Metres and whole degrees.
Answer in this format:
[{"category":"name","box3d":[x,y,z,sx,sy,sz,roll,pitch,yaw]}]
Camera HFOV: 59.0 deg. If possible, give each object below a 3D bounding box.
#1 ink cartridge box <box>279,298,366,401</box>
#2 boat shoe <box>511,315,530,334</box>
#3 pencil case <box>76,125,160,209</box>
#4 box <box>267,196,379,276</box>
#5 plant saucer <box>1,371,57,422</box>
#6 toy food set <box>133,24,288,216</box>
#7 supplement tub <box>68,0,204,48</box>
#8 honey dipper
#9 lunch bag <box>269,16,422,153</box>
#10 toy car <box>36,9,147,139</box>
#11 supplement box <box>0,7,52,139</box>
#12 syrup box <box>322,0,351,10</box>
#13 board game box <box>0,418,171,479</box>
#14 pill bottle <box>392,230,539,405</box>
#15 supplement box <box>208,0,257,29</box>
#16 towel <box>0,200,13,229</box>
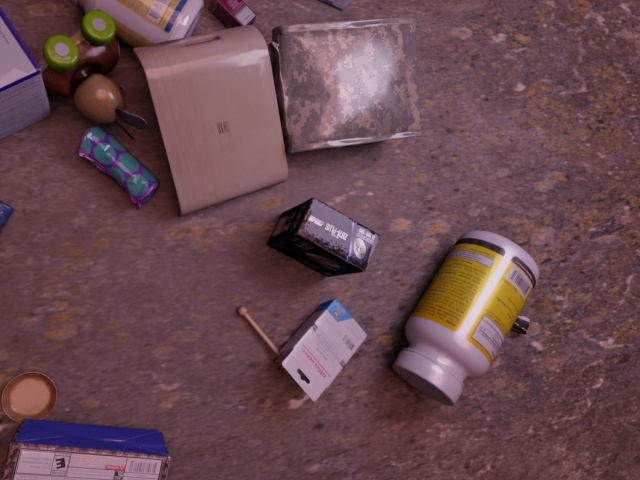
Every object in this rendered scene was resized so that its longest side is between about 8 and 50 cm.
[{"category":"ink cartridge box","box3d":[-0.004,0.212,1.093,0.104,0.060,0.180,51,56,-10]},{"category":"boat shoe","box3d":[0.429,0.185,1.298,0.125,0.046,0.038,21,73,-27]},{"category":"pencil case","box3d":[-0.359,-0.130,1.006,0.151,0.064,0.070,42,52,-12]},{"category":"box","box3d":[0.000,0.000,1.073,0.147,0.180,0.078,29,74,-17]},{"category":"plant saucer","box3d":[-0.485,0.261,0.944,0.083,0.015,0.084,2,84,-21]},{"category":"toy food set","box3d":[-0.191,-0.213,1.031,0.219,0.092,0.306,-20,119,-22]},{"category":"supplement tub","box3d":[-0.325,-0.421,1.005,0.199,0.144,0.145,29,75,-17]},{"category":"honey dipper","box3d":[-0.105,0.190,1.095,0.030,0.030,0.161,-40,97,-20]},{"category":"lunch bag","box3d":[0.039,-0.301,1.108,0.286,0.169,0.236,-11,103,-24]},{"category":"toy car","box3d":[-0.370,-0.260,0.968,0.188,0.155,0.149,50,64,-16]},{"category":"supplement box","box3d":[-0.505,-0.249,0.878,0.113,0.220,0.111,-35,97,-20]},{"category":"syrup box","box3d":[-0.029,-0.581,1.164,0.236,0.096,0.093,16,77,-19]},{"category":"board game box","box3d":[-0.387,0.453,0.888,0.231,0.141,0.291,14,83,-20]},{"category":"pill bottle","box3d":[0.294,0.159,1.169,0.188,0.188,0.334,40,72,-13]},{"category":"supplement box","box3d":[-0.174,-0.452,1.117,0.083,0.055,0.043,43,72,-13]},{"category":"towel","box3d":[-0.569,-0.021,0.932,0.067,0.029,0.120,33,74,-16]}]
